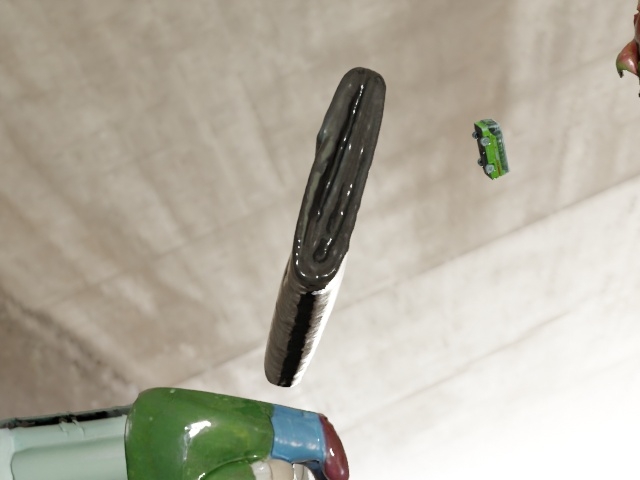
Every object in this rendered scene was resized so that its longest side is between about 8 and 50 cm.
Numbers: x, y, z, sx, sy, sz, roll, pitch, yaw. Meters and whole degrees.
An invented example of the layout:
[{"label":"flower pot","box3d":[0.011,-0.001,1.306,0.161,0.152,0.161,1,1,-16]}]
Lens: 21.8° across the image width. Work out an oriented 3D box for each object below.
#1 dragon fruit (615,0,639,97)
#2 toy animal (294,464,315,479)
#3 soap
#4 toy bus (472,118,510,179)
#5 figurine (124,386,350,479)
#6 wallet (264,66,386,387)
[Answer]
[{"label":"dragon fruit","box3d":[0.404,-0.236,1.775,0.137,0.135,0.236,28,-50,15]},{"label":"toy animal","box3d":[-0.039,0.418,2.147,0.325,0.154,0.208,-57,140,-53]},{"label":"soap","box3d":[-0.236,0.209,1.476,0.261,0.150,0.094,0,72,-57]},{"label":"toy bus","box3d":[0.231,-0.125,2.252,0.031,0.037,0.083,-131,-157,-56]},{"label":"figurine","box3d":[-0.078,0.235,1.243,0.127,0.185,0.234,142,-43,-65]},{"label":"wallet","box3d":[-0.001,0.000,1.730,0.406,0.062,0.228,108,-3,-70]}]
